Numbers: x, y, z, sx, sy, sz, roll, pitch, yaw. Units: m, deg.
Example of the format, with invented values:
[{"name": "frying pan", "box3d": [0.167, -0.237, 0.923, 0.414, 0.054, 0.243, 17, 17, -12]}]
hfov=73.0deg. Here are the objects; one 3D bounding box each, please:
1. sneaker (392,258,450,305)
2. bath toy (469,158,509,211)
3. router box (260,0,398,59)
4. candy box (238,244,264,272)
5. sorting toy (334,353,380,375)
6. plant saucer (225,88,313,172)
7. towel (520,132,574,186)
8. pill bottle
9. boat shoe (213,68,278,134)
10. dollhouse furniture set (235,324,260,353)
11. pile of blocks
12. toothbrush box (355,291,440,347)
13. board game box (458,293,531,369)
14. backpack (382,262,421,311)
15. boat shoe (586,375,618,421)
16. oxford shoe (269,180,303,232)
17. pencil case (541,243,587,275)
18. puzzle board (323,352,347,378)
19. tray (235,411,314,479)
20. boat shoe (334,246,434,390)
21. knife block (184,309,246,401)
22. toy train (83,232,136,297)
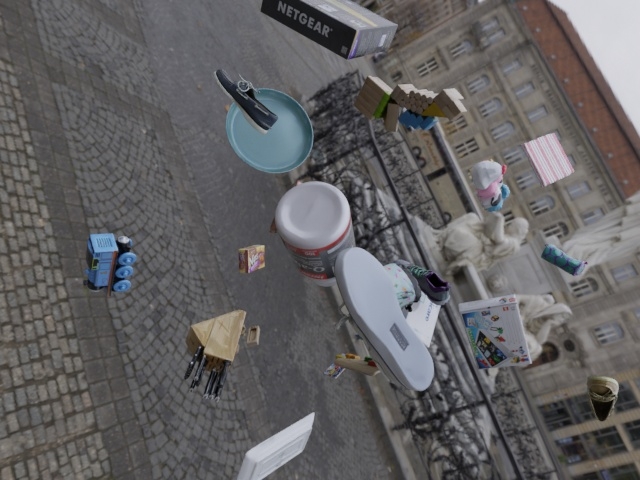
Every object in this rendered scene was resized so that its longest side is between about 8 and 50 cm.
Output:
[{"name": "sneaker", "box3d": [0.333, 0.110, 1.411, 0.224, 0.083, 0.098, 36, -32, 30]}, {"name": "bath toy", "box3d": [0.685, -0.233, 1.733, 0.348, 0.129, 0.151, 26, 48, -60]}, {"name": "router box", "box3d": [0.028, -0.624, 1.215, 0.309, 0.081, 0.243, 36, 42, 16]}, {"name": "candy box", "box3d": [-0.321, 0.084, 2.025, 0.187, 0.053, 0.109, -20, 111, -75]}, {"name": "sorting toy", "box3d": [0.170, 0.464, 1.663, 0.229, 0.307, 0.041, 11, 83, -40]}, {"name": "plant saucer", "box3d": [-0.181, -0.387, 1.547, 0.317, 0.318, 0.044, 65, -23, 1]}, {"name": "towel", "box3d": [0.694, -0.247, 1.327, 0.197, 0.029, 0.144, -21, 84, -33]}, {"name": "pill bottle", "box3d": [0.000, 0.000, 1.321, 0.363, 0.210, 0.210, 72, 3, -62]}, {"name": "boat shoe", "box3d": [-0.229, -0.440, 1.322, 0.254, 0.079, 0.095, 51, 20, 12]}, {"name": "dollhouse furniture set", "box3d": [-0.376, 0.427, 2.008, 0.144, 0.151, 0.123, -96, 172, -62]}, {"name": "pile of blocks", "box3d": [0.280, -0.409, 1.330, 0.113, 0.362, 0.148, -23, 128, -45]}, {"name": "toothbrush box", "box3d": [0.281, 0.268, 1.564, 0.126, 0.295, 0.216, 32, 65, -18]}, {"name": "board game box", "box3d": [0.634, 0.339, 1.566, 0.053, 0.193, 0.305, -71, 141, -55]}, {"name": "backpack", "box3d": [0.192, 0.140, 1.276, 0.152, 0.182, 0.115, 55, -35, 38]}, {"name": "boat shoe", "box3d": [0.577, 0.324, 0.888, 0.153, 0.056, 0.048, 59, 42, -44]}, {"name": "oxford shoe", "box3d": [-0.083, -0.080, 1.536, 0.147, 0.397, 0.140, 24, 75, -11]}, {"name": "pencil case", "box3d": [0.919, 0.072, 1.640, 0.152, 0.070, 0.064, 44, -2, 45]}, {"name": "puzzle board", "box3d": [0.079, 0.534, 1.854, 0.128, 0.096, 0.011, -40, 108, -27]}, {"name": "tray", "box3d": [-0.114, 0.582, 1.186, 0.030, 0.145, 0.270, 33, 23, 32]}, {"name": "boat shoe", "box3d": [0.113, 0.184, 0.999, 0.136, 0.156, 0.367, -43, 106, -36]}, {"name": "knife block", "box3d": [-0.308, 0.364, 1.370, 0.276, 0.088, 0.242, -13, 52, -45]}, {"name": "toy train", "box3d": [-0.523, 0.062, 1.069, 0.105, 0.184, 0.080, -2, 44, -36]}]
